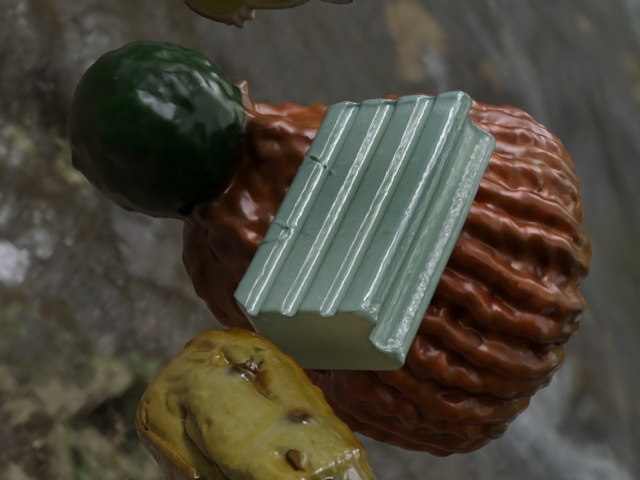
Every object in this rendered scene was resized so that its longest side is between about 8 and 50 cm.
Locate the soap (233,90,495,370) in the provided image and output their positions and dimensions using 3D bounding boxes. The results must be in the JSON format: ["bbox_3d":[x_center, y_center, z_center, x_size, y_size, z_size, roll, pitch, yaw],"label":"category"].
[{"bbox_3d":[0.031,-0.009,1.173,0.066,0.119,0.198,54,48,-36],"label":"soap"}]

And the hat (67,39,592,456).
[{"bbox_3d":[0.000,0.000,1.318,0.400,0.285,0.285,15,46,-26],"label":"hat"}]

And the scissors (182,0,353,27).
[{"bbox_3d":[-0.126,-0.230,1.225,0.317,0.160,0.024,8,34,16],"label":"scissors"}]

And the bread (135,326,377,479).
[{"bbox_3d":[-0.024,0.171,0.981,0.235,0.099,0.211,40,-28,61],"label":"bread"}]
